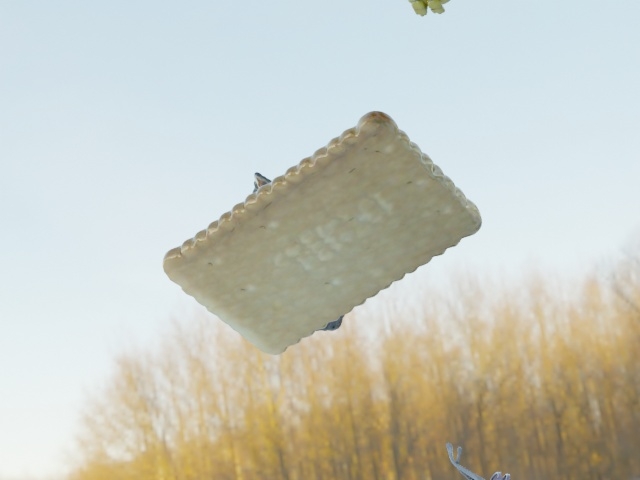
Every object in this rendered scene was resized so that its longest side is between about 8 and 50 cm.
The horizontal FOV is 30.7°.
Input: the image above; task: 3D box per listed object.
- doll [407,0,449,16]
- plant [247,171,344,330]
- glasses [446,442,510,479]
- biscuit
[{"bbox_3d":[0.204,-0.443,1.899,0.096,0.188,0.145,43,-5,-36],"label":"doll"},{"bbox_3d":[-0.041,0.013,1.577,0.204,0.234,0.178,6,2,-6],"label":"plant"},{"bbox_3d":[0.237,0.372,1.854,0.104,0.062,0.140,30,-9,0],"label":"glasses"},{"bbox_3d":[0.000,-0.001,1.011,0.250,0.030,0.160,-34,-56,23],"label":"biscuit"}]
